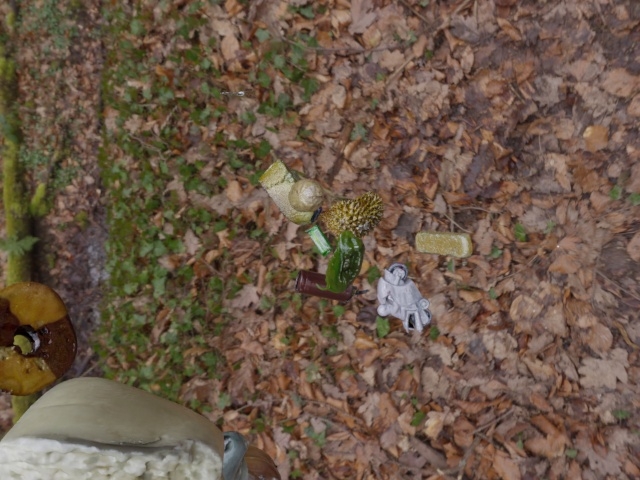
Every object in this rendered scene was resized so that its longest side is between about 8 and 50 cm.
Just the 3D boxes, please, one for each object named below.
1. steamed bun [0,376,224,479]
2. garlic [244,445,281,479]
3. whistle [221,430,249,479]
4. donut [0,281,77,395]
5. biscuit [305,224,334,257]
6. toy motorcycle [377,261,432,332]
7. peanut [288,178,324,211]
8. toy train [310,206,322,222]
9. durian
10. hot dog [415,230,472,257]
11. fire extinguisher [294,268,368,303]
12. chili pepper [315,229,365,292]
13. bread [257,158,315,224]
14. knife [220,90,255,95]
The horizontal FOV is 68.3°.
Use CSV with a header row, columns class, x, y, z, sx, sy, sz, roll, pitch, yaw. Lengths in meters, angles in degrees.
class,x,y,z,sx,sy,sz,roll,pitch,yaw
steamed bun,-0.248,0.291,0.583,0.290,0.274,0.272,27,112,-18
garlic,-0.190,0.598,1.130,0.191,0.214,0.160,12,80,7
whistle,-0.321,0.467,0.918,0.404,0.168,0.189,-12,58,27
donut,-0.509,0.165,0.797,0.073,0.166,0.184,-9,116,35
biscuit,0.000,0.000,1.295,0.046,0.016,0.089,-34,90,27
toy motorcycle,0.274,0.209,1.636,0.170,0.110,0.260,-29,104,3
peanut,-0.037,-0.099,1.074,0.080,0.174,0.080,0,89,-10
toy train,-0.014,-0.086,1.560,0.017,0.017,0.083,51,146,14
durian,0.141,-0.073,1.678,0.138,0.249,0.183,25,134,55
hot dog,0.432,0.010,1.626,0.242,0.073,0.084,4,99,58
fire extinguisher,0.042,0.181,1.822,0.268,0.105,0.105,14,97,-15
chili pepper,0.046,0.067,1.014,0.204,0.072,0.073,107,162,-48
bread,-0.098,-0.166,1.696,0.124,0.186,0.257,-43,77,14
knife,-0.316,-0.559,1.794,0.047,0.298,0.017,3,110,10
